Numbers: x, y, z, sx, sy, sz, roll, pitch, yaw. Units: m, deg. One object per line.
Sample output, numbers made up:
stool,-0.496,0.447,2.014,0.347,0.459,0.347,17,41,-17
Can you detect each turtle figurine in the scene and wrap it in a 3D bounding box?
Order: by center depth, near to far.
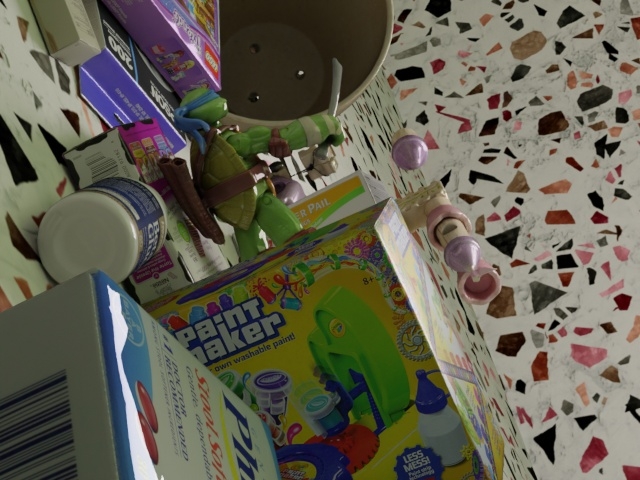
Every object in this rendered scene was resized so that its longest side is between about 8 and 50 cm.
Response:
turtle figurine,-0.038,-0.053,1.560,0.274,0.198,0.266,-16,85,-75

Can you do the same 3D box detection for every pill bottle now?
pill bottle,-0.200,-0.011,1.361,0.094,0.094,0.169,64,12,-6

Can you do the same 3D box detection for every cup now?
cup,-0.072,-0.280,2.053,0.237,0.331,0.331,104,-36,-74

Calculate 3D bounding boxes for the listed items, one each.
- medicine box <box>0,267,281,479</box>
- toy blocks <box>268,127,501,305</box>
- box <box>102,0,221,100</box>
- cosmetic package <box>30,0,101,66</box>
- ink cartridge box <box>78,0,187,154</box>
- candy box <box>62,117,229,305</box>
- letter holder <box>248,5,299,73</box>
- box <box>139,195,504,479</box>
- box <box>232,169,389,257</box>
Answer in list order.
medicine box,-0.137,0.214,1.052,0.289,0.149,0.263,49,19,-49
toy blocks,0.088,0.025,2.057,0.260,0.288,0.309,-104,168,-62
box,-0.215,-0.337,1.764,0.293,0.057,0.201,52,26,-48
cosmetic package,-0.292,-0.258,1.594,0.115,0.041,0.060,68,12,14
ink cartridge box,-0.232,-0.197,1.726,0.206,0.045,0.208,51,19,-50
candy box,-0.174,-0.009,1.527,0.233,0.071,0.159,63,12,-3
letter holder,-0.165,-0.409,2.260,0.302,0.214,0.152,54,48,-45
box,-0.013,0.150,1.354,0.279,0.290,0.177,65,12,-6
box,0.000,0.000,1.938,0.103,0.203,0.114,67,14,13
